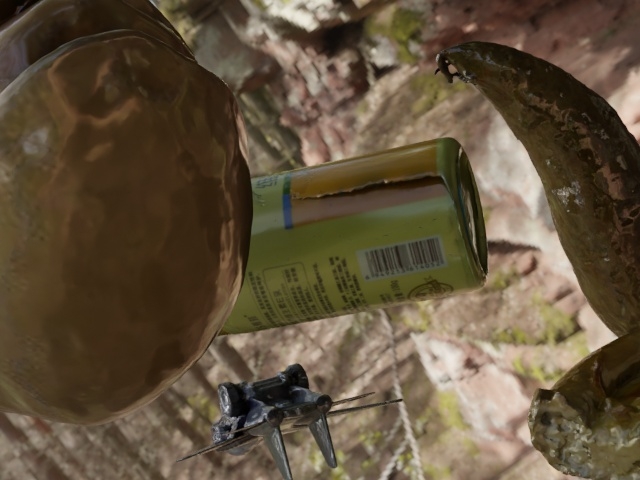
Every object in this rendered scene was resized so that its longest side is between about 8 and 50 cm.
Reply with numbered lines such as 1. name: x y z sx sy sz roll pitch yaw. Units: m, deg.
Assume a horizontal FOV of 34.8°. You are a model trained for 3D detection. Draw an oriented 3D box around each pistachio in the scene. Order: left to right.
1. pistachio: -0.128 -0.005 0.550 0.181 0.162 0.293 -16 -34 -30

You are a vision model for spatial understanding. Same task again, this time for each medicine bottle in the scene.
1. medicine bottle: 0.000 0.000 0.763 0.238 0.124 0.124 -10 15 13

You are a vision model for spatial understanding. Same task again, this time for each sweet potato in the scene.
1. sweet potato: 0.272 -0.043 1.000 0.130 0.423 0.130 -33 19 13

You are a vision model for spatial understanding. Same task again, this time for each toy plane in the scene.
1. toy plane: -0.064 0.167 0.966 0.212 0.088 0.267 -11 -2 -24

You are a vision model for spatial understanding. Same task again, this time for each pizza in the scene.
1. pizza: 0.281 0.087 0.567 0.323 0.089 0.223 -11 25 -30
